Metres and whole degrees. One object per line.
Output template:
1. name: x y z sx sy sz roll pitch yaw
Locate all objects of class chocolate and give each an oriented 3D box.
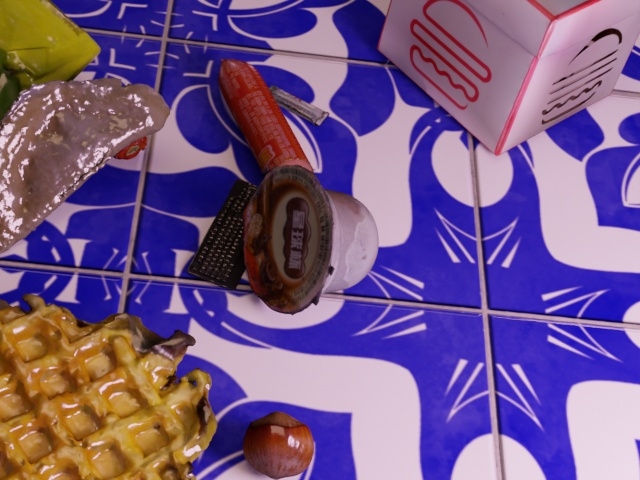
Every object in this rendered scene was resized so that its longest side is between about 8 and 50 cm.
1. chocolate: -0.526 -0.272 1.754 0.301 0.137 0.288 44 52 -5
2. chocolate: -0.003 0.004 1.668 0.147 0.221 0.221 7 41 -44

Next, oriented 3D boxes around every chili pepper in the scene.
1. chili pepper: -0.306 -0.171 1.810 0.073 0.070 0.123 -1 40 -51

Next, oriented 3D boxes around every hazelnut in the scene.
1. hazelnut: -0.052 0.250 1.489 0.086 0.086 0.086 5 49 -6

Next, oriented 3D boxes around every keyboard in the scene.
1. keyboard: -0.120 -0.012 1.739 0.074 0.015 0.196 20 49 6

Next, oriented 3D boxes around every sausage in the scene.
1. sausage: -0.094 -0.189 1.858 0.074 0.074 0.274 -13 53 -20

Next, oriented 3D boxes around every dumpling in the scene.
1. dumpling: -0.376 -0.138 1.700 0.332 0.166 0.086 -42 22 -22

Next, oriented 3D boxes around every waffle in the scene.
1. waffle: -0.321 0.236 1.440 0.382 0.095 0.379 15 49 -1

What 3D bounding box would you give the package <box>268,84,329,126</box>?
1. package: -0.041 -0.214 1.927 0.110 0.015 0.037 29 50 13

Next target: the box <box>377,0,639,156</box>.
1. box: 0.317 -0.372 1.936 0.314 0.300 0.312 -28 61 -32
